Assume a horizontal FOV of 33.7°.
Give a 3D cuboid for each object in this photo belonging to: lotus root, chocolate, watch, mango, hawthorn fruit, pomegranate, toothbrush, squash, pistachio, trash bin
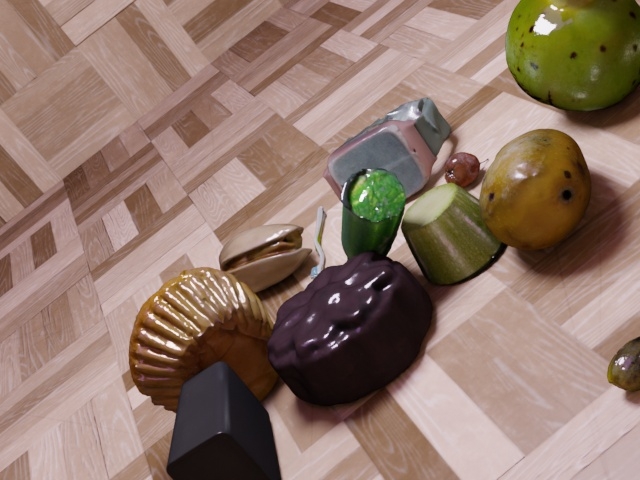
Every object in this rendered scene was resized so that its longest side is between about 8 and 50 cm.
[{"bbox_3d":[0.403,0.150,1.333,0.099,0.049,0.054,-39,23,-18],"label":"lotus root"},{"bbox_3d":[0.082,-0.016,1.828,0.110,0.110,0.291,-48,-15,-21],"label":"chocolate"},{"bbox_3d":[0.139,-0.189,2.152,0.253,0.162,0.241,-28,19,19],"label":"watch"},{"bbox_3d":[0.349,-0.091,1.706,0.176,0.175,0.329,-3,17,17],"label":"mango"},{"bbox_3d":[0.282,-0.137,1.990,0.103,0.067,0.067,-13,15,-25],"label":"hawthorn fruit"},{"bbox_3d":[0.446,-0.368,1.857,0.260,0.340,0.260,-14,52,19],"label":"pomegranate"},{"bbox_3d":[0.000,0.000,2.151,0.026,0.022,0.263,-17,30,14],"label":"toothbrush"},{"bbox_3d":[0.218,-0.017,1.790,0.170,0.123,0.170,-35,22,17],"label":"squash"},{"bbox_3d":[-0.118,0.033,2.128,0.223,0.126,0.152,-26,-12,37],"label":"pistachio"},{"bbox_3d":[-0.149,0.314,1.643,0.115,0.165,0.225,-34,23,9],"label":"trash bin"}]

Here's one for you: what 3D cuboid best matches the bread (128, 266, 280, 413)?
[{"bbox_3d":[-0.192,0.184,1.806,0.274,0.274,0.149,-46,35,-17],"label":"bread"}]

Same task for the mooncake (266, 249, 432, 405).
[{"bbox_3d":[0.038,0.135,1.734,0.283,0.141,0.283,-30,23,14],"label":"mooncake"}]
